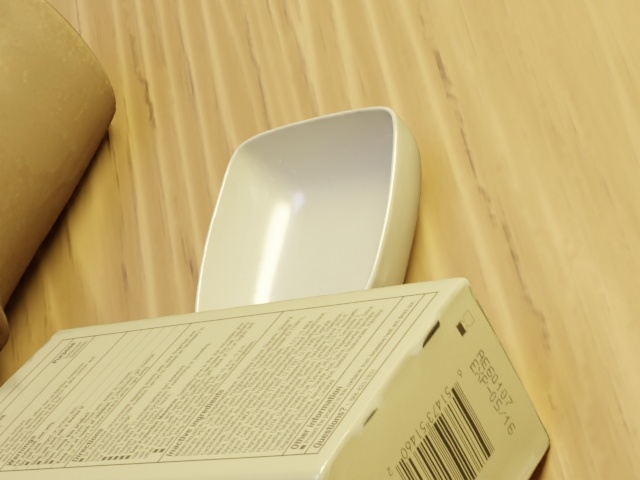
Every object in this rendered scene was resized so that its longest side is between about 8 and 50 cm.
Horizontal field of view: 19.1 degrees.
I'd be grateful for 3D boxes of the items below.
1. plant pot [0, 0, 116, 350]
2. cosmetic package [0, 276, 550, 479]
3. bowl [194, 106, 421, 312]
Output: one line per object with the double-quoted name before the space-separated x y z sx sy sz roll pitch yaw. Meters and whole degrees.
"plant pot" -0.264 -0.061 1.294 0.229 0.263 0.263 -47 37 -19
"cosmetic package" -0.055 0.121 1.002 0.309 0.113 0.160 -9 29 42
"bowl" 0.000 0.000 1.116 0.142 0.053 0.142 -11 56 40
